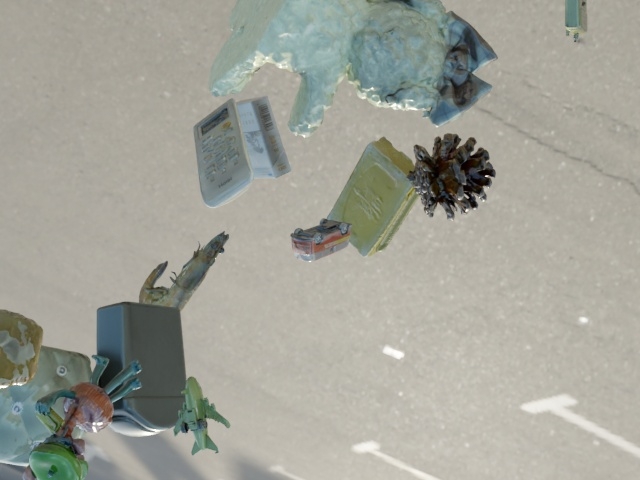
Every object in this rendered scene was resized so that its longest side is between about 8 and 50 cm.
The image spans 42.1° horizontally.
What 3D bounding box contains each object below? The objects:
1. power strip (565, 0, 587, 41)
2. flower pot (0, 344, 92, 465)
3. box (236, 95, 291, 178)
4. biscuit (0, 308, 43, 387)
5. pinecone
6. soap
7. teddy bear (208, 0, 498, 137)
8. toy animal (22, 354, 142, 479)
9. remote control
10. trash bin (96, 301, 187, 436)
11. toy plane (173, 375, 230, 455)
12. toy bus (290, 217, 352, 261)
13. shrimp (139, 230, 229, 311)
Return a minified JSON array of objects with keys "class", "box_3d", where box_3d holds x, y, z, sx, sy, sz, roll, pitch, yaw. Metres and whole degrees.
[{"class":"power strip","box_3d":[0.445,-0.430,1.442,0.028,0.169,0.076,1,-175,27]},{"class":"flower pot","box_3d":[-0.501,0.272,1.403,0.246,0.195,0.246,10,169,2]},{"class":"box","box_3d":[-0.180,-0.298,2.432,0.149,0.067,0.233,7,119,57]},{"class":"biscuit","box_3d":[-0.304,0.047,0.691,0.039,0.183,0.174,18,-167,35]},{"class":"pinecone","box_3d":[0.274,-0.134,1.724,0.150,0.195,0.179,11,114,53]},{"class":"soap","box_3d":[0.158,-0.119,2.393,0.199,0.091,0.315,47,130,19]},{"class":"teddy bear","box_3d":[0.048,-0.313,1.443,0.362,0.327,0.375,24,161,-24]},{"class":"toy animal","box_3d":[-0.308,0.220,1.062,0.100,0.208,0.103,-16,114,27]},{"class":"remote control","box_3d":[-0.187,-0.170,1.631,0.109,0.313,0.055,-34,125,12]},{"class":"trash bin","box_3d":[-0.327,0.238,1.528,0.101,0.236,0.176,-15,164,32]},{"class":"toy plane","box_3d":[-0.174,0.248,1.174,0.102,0.111,0.040,-16,177,27]},{"class":"toy bus","box_3d":[0.000,0.000,2.034,0.079,0.174,0.077,14,114,36]},{"class":"shrimp","box_3d":[-0.351,0.077,2.088,0.169,0.296,0.058,36,176,38]}]
